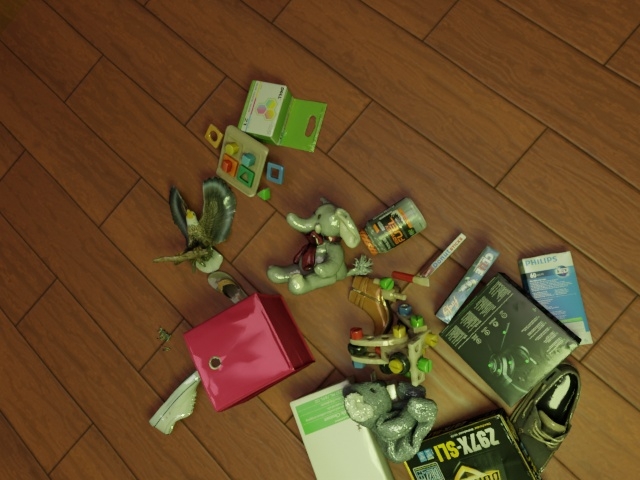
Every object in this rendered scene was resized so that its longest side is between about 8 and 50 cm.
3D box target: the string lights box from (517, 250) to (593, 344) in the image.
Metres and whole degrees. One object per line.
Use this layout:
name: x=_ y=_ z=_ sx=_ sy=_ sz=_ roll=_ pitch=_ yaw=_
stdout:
string lights box: x=0.666 y=0.171 z=1.335 sx=0.133 sy=0.077 sz=0.259 roll=-10 pitch=79 yaw=11

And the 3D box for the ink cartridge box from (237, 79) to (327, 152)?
ink cartridge box: x=-0.129 y=-0.427 z=1.602 sx=0.255 sy=0.097 sz=0.188 roll=15 pitch=85 yaw=16

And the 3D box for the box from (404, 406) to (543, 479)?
box: x=0.415 y=0.638 z=1.279 sx=0.322 sy=0.079 sz=0.257 roll=-32 pitch=73 yaw=26

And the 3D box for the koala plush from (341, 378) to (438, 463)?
koala plush: x=0.156 y=0.451 z=1.226 sx=0.221 sy=0.196 sz=0.203 roll=26 pitch=88 yaw=0

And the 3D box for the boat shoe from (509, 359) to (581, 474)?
boat shoe: x=0.603 y=0.491 z=1.273 sx=0.132 sy=0.130 sz=0.355 roll=20 pitch=87 yaw=15

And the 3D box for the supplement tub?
supplement tub: x=0.222 y=-0.040 z=1.451 sx=0.190 sy=0.117 sz=0.117 roll=-33 pitch=76 yaw=7

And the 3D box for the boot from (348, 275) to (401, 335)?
boot: x=0.155 y=0.213 z=1.460 sx=0.152 sy=0.073 sz=0.197 roll=15 pitch=86 yaw=22

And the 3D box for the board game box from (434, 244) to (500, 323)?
board game box: x=0.420 y=0.132 z=1.354 sx=0.042 sy=0.165 sz=0.243 roll=37 pitch=92 yaw=15

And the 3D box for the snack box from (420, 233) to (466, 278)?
snack box: x=0.375 y=0.053 z=1.427 sx=0.022 sy=0.064 sz=0.178 roll=44 pitch=93 yaw=14

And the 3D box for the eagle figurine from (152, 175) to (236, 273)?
eagle figurine: x=-0.419 y=-0.055 z=1.593 sx=0.226 sy=0.225 sz=0.298 roll=18 pitch=47 yaw=-23

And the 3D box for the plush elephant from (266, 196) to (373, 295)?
plush elephant: x=0.000 y=0.000 z=1.424 sx=0.330 sy=0.272 sz=0.255 roll=-10 pitch=98 yaw=-15

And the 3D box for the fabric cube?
fabric cube: x=-0.208 y=0.332 z=1.423 sx=0.258 sy=0.259 sz=0.254 roll=-30 pitch=75 yaw=7

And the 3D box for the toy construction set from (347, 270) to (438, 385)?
toy construction set: x=0.244 y=0.248 z=1.280 sx=0.237 sy=0.257 sz=0.308 roll=8 pitch=87 yaw=54

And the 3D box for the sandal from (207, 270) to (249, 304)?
sandal: x=-0.311 y=0.166 z=1.579 sx=0.180 sy=0.049 sz=0.072 roll=39 pitch=92 yaw=15

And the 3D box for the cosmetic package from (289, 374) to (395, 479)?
cosmetic package: x=0.074 y=0.609 z=1.369 sx=0.197 sy=0.155 sz=0.365 roll=-25 pitch=76 yaw=5

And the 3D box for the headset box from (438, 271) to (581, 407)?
headset box: x=0.521 y=0.271 z=1.274 sx=0.283 sy=0.131 sz=0.246 roll=46 pitch=108 yaw=26

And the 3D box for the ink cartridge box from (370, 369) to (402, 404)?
ink cartridge box: x=0.205 y=0.481 z=1.376 sx=0.067 sy=0.115 sz=0.198 roll=-16 pitch=79 yaw=10

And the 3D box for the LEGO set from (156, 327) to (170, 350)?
LEGO set: x=-0.542 y=0.343 z=1.625 sx=0.054 sy=0.023 sz=0.083 roll=4 pitch=96 yaw=16

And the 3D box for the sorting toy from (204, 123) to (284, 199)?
sorting toy: x=-0.280 y=-0.268 z=1.596 sx=0.348 sy=0.047 sz=0.196 roll=34 pitch=124 yaw=16

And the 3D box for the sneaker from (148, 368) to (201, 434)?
sneaker: x=-0.453 y=0.531 z=1.548 sx=0.091 sy=0.094 sz=0.258 roll=40 pitch=97 yaw=-3
